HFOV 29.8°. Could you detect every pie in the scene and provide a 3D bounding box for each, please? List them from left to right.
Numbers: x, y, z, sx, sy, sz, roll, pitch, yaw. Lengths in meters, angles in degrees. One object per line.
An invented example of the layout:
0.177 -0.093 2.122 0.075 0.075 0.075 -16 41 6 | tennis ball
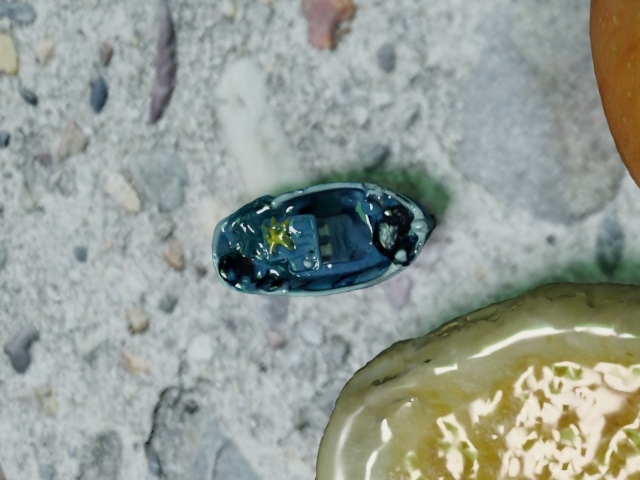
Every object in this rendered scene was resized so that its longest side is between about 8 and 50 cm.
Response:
0.146 0.175 0.571 0.339 0.077 0.339 4 98 29 | pie

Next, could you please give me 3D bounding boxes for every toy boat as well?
0.000 0.000 0.641 0.137 0.061 0.060 -6 92 28 | toy boat

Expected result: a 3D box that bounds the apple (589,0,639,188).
0.202 -0.085 0.464 0.201 0.162 0.201 4 99 30 | apple
